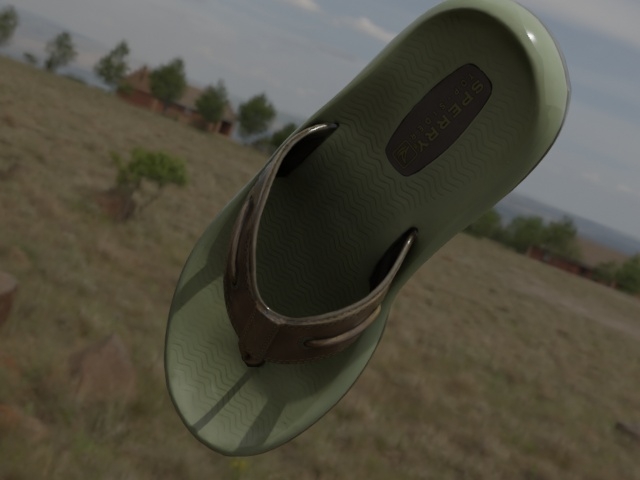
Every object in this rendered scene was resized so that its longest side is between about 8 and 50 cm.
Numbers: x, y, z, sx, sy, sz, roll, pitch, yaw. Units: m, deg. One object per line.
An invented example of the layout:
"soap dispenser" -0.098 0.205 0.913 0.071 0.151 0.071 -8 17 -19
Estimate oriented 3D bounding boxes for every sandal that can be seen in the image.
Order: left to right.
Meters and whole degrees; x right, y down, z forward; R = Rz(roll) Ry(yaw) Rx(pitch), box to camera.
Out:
"sandal" 0.000 -0.002 0.574 0.120 0.302 0.086 43 30 11
